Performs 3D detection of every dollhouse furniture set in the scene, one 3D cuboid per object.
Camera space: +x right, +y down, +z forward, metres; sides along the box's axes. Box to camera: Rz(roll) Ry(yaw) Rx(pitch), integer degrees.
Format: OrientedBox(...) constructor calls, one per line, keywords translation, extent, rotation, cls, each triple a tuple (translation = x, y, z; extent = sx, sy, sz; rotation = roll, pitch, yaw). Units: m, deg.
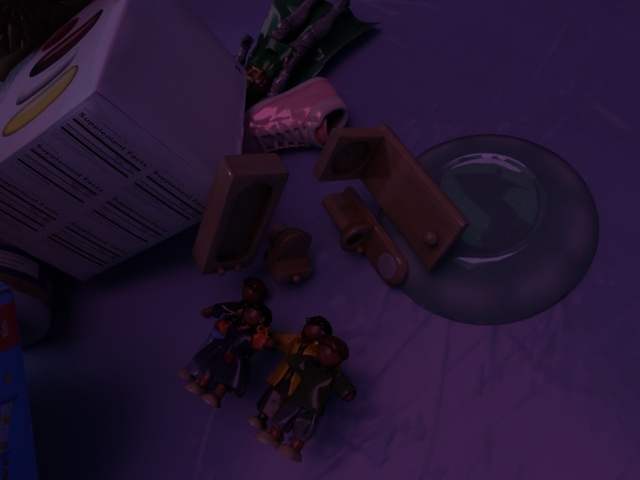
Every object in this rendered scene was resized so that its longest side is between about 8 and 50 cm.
OrientedBox(translation=(0.000, 0.000, 0.444), extent=(0.151, 0.144, 0.123), rotation=(-9, 52, -35), cls="dollhouse furniture set")

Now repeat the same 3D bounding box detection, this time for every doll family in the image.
OrientedBox(translation=(-0.047, 0.094, 0.456), extent=(0.193, 0.076, 0.111), rotation=(22, 77, 28), cls="doll family")

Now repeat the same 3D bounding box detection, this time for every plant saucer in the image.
OrientedBox(translation=(0.143, -0.024, 0.478), extent=(0.195, 0.037, 0.194), rotation=(-6, 63, 13), cls="plant saucer")

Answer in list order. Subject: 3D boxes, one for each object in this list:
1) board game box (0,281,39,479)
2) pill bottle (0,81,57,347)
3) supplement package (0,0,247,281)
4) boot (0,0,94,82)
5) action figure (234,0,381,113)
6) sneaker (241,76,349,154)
OrientedBox(translation=(-0.351, 0.139, 0.409), extent=(0.302, 0.086, 0.308), rotation=(16, 115, 24), cls="board game box")
OrientedBox(translation=(-0.353, -0.028, 0.561), extent=(0.153, 0.153, 0.264), rotation=(-14, 62, 10), cls="pill bottle")
OrientedBox(translation=(-0.197, -0.104, 0.509), extent=(0.203, 0.149, 0.194), rotation=(-24, 48, 25), cls="supplement package")
OrientedBox(translation=(-0.364, -0.225, 0.610), extent=(0.236, 0.089, 0.270), rotation=(-39, 21, -33), cls="boot")
OrientedBox(translation=(-0.054, -0.199, 0.614), extent=(0.137, 0.063, 0.232), rotation=(32, 81, 24), cls="action figure")
OrientedBox(translation=(-0.031, -0.117, 0.567), extent=(0.134, 0.051, 0.070), rotation=(-32, 55, -6), cls="sneaker")
